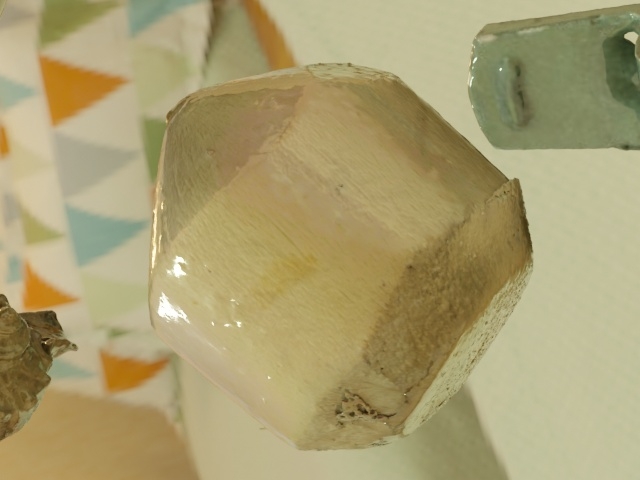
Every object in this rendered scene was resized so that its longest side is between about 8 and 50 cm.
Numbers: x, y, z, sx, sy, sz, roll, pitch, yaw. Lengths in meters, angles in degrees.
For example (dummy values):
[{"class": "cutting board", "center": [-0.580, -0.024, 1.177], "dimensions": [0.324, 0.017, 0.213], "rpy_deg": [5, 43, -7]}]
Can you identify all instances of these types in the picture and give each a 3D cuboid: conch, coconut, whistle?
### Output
[{"class": "conch", "center": [-0.284, 0.115, 1.406], "dimensions": [0.245, 0.178, 0.163], "rpy_deg": [-50, 54, 36]}, {"class": "coconut", "center": [0.000, 0.000, 1.063], "dimensions": [0.234, 0.224, 0.224], "rpy_deg": [32, 142, 17]}, {"class": "whistle", "center": [0.336, -0.138, 1.686], "dimensions": [0.404, 0.188, 0.168], "rpy_deg": [22, 138, 41]}]

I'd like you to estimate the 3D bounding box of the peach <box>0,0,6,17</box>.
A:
[{"class": "peach", "center": [-0.377, -0.238, 1.223], "dimensions": [0.388, 0.388, 0.388], "rpy_deg": [167, 90, -70]}]
